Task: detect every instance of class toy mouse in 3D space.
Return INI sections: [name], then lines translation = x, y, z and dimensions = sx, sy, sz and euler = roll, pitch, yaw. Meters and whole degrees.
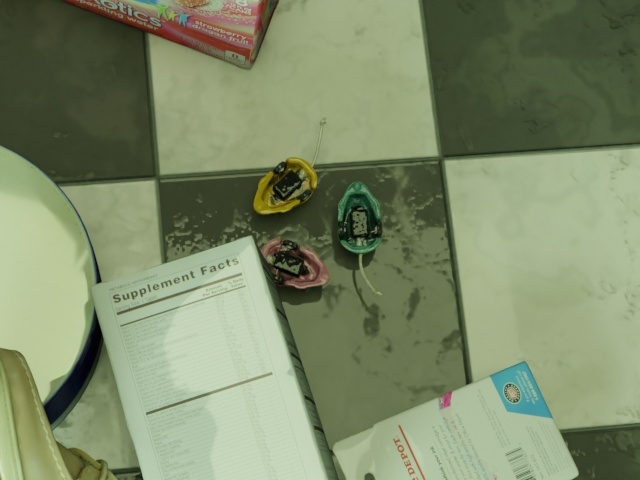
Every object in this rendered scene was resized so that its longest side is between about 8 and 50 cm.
[toy mouse]
translation = 0.000, 0.000, 1.411
dimensions = 0.143, 0.031, 0.161
euler = 43, 75, 7

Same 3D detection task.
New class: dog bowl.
[dog bowl]
translation = -0.307, 0.051, 1.329
dimensions = 0.264, 0.104, 0.265
euler = 1, 74, -5

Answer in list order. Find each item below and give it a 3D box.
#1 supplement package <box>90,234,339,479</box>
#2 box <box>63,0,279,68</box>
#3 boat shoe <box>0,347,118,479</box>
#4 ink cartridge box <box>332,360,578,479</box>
[supplement package]
translation = -0.073, 0.138, 1.297
dimensions = 0.139, 0.134, 0.244
euler = -17, 79, 1
[box]
translation = -0.170, -0.283, 1.412
dimensions = 0.300, 0.154, 0.142
euler = 20, 73, 1
[boat shoe]
translation = -0.192, 0.200, 1.238
dimensions = 0.098, 0.109, 0.302
euler = -21, 119, -19
[ink cartridge box]
translation = 0.103, 0.183, 1.346
dimensions = 0.181, 0.061, 0.104
euler = -20, 76, -17
